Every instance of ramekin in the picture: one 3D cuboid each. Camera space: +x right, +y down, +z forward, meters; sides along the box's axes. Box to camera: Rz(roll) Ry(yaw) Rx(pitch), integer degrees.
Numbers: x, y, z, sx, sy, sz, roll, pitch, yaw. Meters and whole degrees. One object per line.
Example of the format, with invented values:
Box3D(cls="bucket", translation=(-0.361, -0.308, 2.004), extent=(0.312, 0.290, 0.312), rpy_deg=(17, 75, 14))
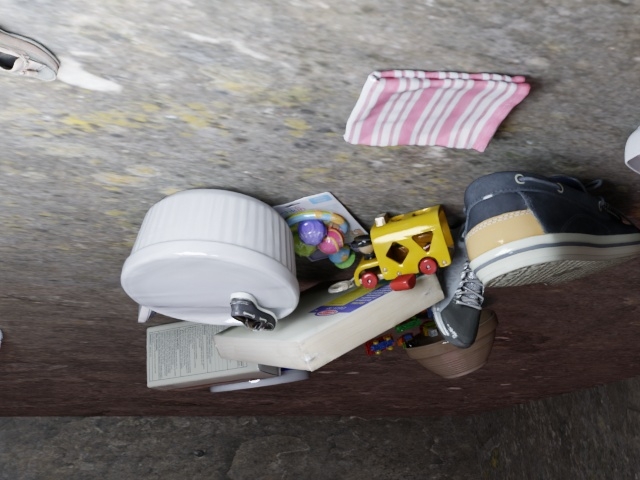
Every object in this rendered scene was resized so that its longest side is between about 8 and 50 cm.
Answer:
Box3D(cls="ramekin", translation=(-0.162, 0.028, 1.093), extent=(0.273, 0.127, 0.273), rpy_deg=(3, 152, 2))

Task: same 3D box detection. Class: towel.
Box3D(cls="towel", translation=(0.136, -0.154, 0.865), extent=(0.197, 0.029, 0.144), rpy_deg=(0, 158, -10))

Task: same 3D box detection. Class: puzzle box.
Box3D(cls="puzzle box", translation=(-0.006, 0.139, 1.257), extent=(0.272, 0.052, 0.409), rpy_deg=(-24, -175, -26))

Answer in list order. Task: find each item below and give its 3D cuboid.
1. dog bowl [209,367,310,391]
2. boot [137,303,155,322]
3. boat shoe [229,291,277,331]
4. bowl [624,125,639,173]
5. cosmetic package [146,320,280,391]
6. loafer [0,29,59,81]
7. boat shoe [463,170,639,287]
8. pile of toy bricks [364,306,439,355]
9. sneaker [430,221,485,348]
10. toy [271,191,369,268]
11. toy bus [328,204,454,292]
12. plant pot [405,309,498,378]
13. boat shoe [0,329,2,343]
Box3D(cls="dog bowl", translation=(-0.164, 0.330, 1.869), extent=(0.265, 0.104, 0.265), rpy_deg=(-8, 170, -1))
Box3D(cls="boot", translation=(-0.314, 0.120, 1.416), extent=(0.086, 0.069, 0.190), rpy_deg=(6, 155, -19))
Box3D(cls="boat shoe", translation=(-0.102, 0.118, 1.079), extent=(0.046, 0.038, 0.125), rpy_deg=(-4, 152, 16))
Box3D(cls="bowl", translation=(0.491, -0.136, 0.950), extent=(0.142, 0.053, 0.142), rpy_deg=(14, 151, -39))
Box3D(cls="cosmetic package", translation=(-0.257, 0.268, 1.702), extent=(0.296, 0.153, 0.129), rpy_deg=(-11, 160, 19))
Box3D(cls="loafer", translation=(-0.311, -0.182, 0.690), extent=(0.045, 0.039, 0.125), rpy_deg=(-17, 155, 27))
Box3D(cls="boat shoe", translation=(0.372, -0.019, 1.103), extent=(0.187, 0.156, 0.500), rpy_deg=(-28, 161, 36))
Box3D(cls="pile of toy bricks", translation=(0.189, 0.194, 1.697), extent=(0.212, 0.118, 0.105), rpy_deg=(-16, -170, -14))
Box3D(cls="sneaker", translation=(0.249, 0.054, 1.171), extent=(0.086, 0.229, 0.132), rpy_deg=(17, 144, -22))
Box3D(cls="toy", translation=(0.000, 0.000, 1.195), extent=(0.137, 0.056, 0.237), rpy_deg=(-13, 157, 20))
Box3D(cls="toy bus", translation=(0.120, 0.006, 1.165), extent=(0.202, 0.104, 0.191), rpy_deg=(-24, -167, -27))
Box3D(cls="plant pot", translation=(0.332, 0.263, 1.730), extent=(0.237, 0.110, 0.237), rpy_deg=(-22, -179, 1))
Box3D(cls="boat shoe", translation=(-0.831, 0.228, 1.582), extent=(0.226, 0.076, 0.083), rpy_deg=(8, 155, -29))
